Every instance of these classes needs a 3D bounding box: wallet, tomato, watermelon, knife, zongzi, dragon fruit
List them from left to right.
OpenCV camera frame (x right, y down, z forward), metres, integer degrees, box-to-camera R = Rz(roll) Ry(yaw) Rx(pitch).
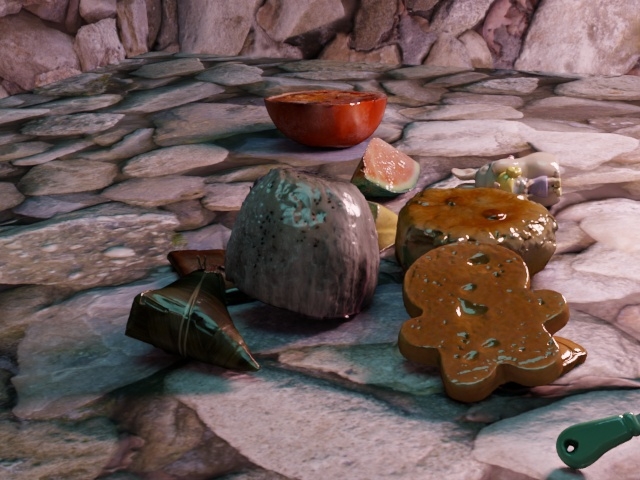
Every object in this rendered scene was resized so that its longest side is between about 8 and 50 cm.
[{"bbox_3d":[-0.203,0.063,2.026,0.137,0.031,0.255,-10,21,-18],"label":"wallet"},{"bbox_3d":[-0.164,0.136,1.765,0.241,0.111,0.247,23,20,14],"label":"zongzi"},{"bbox_3d":[0.000,0.000,1.854,0.283,0.221,0.204,-1,18,-43],"label":"dragon fruit"},{"bbox_3d":[0.023,-0.331,2.904,0.338,0.144,0.338,-1,16,0],"label":"tomato"},{"bbox_3d":[0.151,-0.143,2.472,0.146,0.128,0.231,26,37,-2],"label":"watermelon"},{"bbox_3d":[0.427,0.233,1.353,0.260,0.034,0.063,-23,58,13],"label":"knife"}]

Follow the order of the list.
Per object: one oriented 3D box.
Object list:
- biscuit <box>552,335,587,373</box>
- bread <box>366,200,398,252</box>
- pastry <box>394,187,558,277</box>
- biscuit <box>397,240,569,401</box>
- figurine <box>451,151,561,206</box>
[{"bbox_3d":[0.342,0.179,1.665,0.140,0.023,0.118,-22,28,-40],"label":"biscuit"},{"bbox_3d":[0.061,-0.012,2.207,0.240,0.135,0.178,14,-8,38],"label":"bread"},{"bbox_3d":[0.290,-0.004,1.997,0.329,0.136,0.329,-1,23,0],"label":"pastry"},{"bbox_3d":[0.250,0.121,1.689,0.275,0.052,0.355,-15,34,-5],"label":"biscuit"},{"bbox_3d":[0.409,-0.124,2.347,0.235,0.127,0.155,-5,30,9],"label":"figurine"}]
